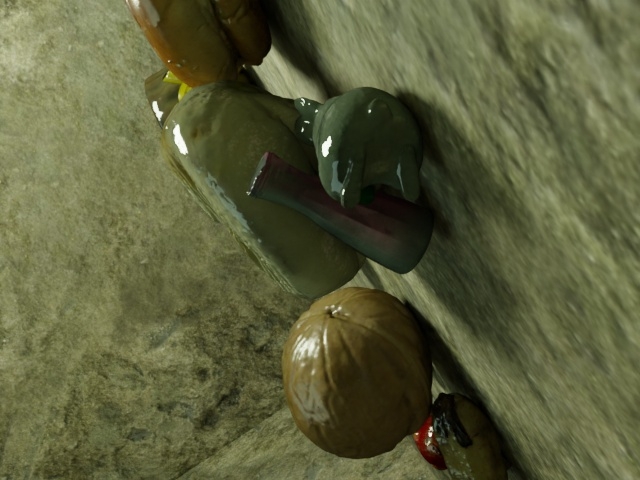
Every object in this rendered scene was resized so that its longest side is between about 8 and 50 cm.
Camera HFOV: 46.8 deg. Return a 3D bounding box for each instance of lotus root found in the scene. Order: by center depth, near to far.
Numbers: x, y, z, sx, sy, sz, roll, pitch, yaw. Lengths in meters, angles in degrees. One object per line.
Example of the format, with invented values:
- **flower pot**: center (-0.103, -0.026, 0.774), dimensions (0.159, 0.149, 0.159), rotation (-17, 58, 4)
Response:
- **lotus root**: center (0.272, 0.383, 1.343), dimensions (0.110, 0.097, 0.259), rotation (-8, 108, 44)

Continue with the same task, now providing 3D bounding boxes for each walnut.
- **walnut**: center (0.075, 0.256, 1.403), dimensions (0.333, 0.332, 0.333), rotation (56, 174, 10)

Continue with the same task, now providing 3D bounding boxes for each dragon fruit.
- **dragon fruit**: center (0.278, 0.417, 1.567), dimensions (0.246, 0.125, 0.126), rotation (130, 121, -67)

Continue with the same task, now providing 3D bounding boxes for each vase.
- **vase**: center (0.022, -0.038, 0.871), dimensions (0.214, 0.086, 0.086), rotation (23, -179, -12)

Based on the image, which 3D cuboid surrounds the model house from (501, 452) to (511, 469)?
- **model house**: center (0.327, 0.431, 1.426), dimensions (0.058, 0.057, 0.083), rotation (48, 171, 19)

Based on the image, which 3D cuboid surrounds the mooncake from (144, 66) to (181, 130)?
- **mooncake**: center (-0.305, -0.324, 1.866), dimensions (0.290, 0.161, 0.290), rotation (56, -170, -15)

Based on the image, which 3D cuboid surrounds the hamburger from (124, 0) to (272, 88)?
- **hamburger**: center (-0.195, -0.362, 1.057), dimensions (0.290, 0.170, 0.314), rotation (61, 178, 38)

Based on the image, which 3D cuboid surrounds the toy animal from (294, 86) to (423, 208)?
- **toy animal**: center (0.038, -0.121, 0.812), dimensions (0.236, 0.107, 0.138), rotation (-109, 19, -58)

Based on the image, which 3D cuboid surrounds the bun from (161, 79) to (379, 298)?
- **bun**: center (-0.057, -0.084, 1.066), dimensions (0.365, 0.219, 0.365), rotation (45, 173, 7)

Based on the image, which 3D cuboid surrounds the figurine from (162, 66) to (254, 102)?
- **figurine**: center (-0.224, -0.290, 1.601), dimensions (0.218, 0.169, 0.327), rotation (65, 171, -19)
